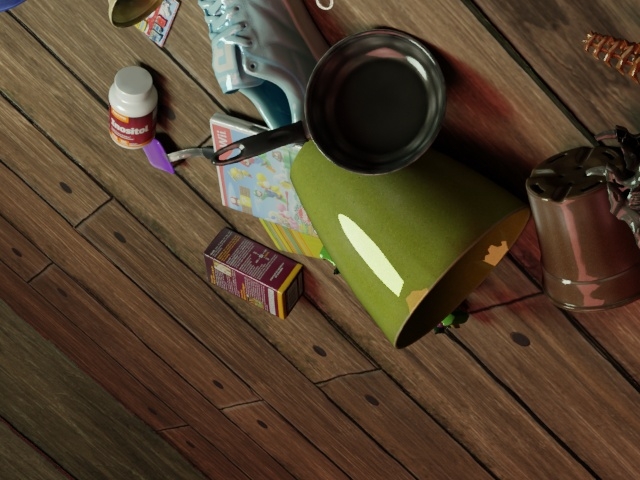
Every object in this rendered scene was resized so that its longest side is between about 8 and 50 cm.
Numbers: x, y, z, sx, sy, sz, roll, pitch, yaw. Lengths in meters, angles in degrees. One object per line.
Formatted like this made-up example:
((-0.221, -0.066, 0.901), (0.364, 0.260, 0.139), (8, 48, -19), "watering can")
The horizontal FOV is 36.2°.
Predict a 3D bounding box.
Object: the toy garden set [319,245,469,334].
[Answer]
((0.130, 0.089, 1.639), (0.244, 0.049, 0.204), (28, -173, 20), "toy garden set")

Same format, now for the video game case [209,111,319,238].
((-0.052, -0.096, 1.664), (0.285, 0.025, 0.204), (20, 140, 21), "video game case")

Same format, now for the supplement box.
((-0.132, 0.065, 1.951), (0.188, 0.081, 0.104), (26, 149, 18), "supplement box")

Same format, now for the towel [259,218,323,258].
((0.000, 0.000, 1.790), (0.237, 0.021, 0.102), (10, 146, 36), "towel")

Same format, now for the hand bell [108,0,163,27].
((-0.344, -0.446, 1.467), (0.242, 0.126, 0.126), (46, 151, 8), "hand bell")

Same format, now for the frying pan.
((0.028, -0.143, 1.334), (0.197, 0.326, 0.053), (52, -167, 14), "frying pan")

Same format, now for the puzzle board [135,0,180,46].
((-0.278, -0.373, 1.565), (0.096, 0.011, 0.128), (39, 149, -4), "puzzle board")

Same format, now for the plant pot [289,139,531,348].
((0.104, -0.043, 1.423), (0.293, 0.275, 0.275), (45, 153, 17), "plant pot")

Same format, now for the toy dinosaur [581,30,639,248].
((0.428, -0.121, 1.099), (0.322, 0.164, 0.218), (53, 136, 8), "toy dinosaur")

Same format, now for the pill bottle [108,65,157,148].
((-0.332, -0.236, 1.735), (0.086, 0.086, 0.152), (32, 150, 8), "pill bottle")

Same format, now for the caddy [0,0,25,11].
((-0.538, -0.484, 1.424), (0.179, 0.241, 0.341), (-13, 105, 61), "caddy")

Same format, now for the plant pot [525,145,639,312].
((0.348, -0.021, 1.269), (0.167, 0.167, 0.165), (5, 130, 42), "plant pot")

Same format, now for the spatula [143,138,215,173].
((-0.233, -0.157, 1.793), (0.296, 0.030, 0.084), (6, 133, 37), "spatula")

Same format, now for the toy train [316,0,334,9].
((-0.028, -0.380, 1.257), (0.166, 0.046, 0.125), (38, 144, 3), "toy train")

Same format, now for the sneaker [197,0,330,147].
((-0.102, -0.287, 1.364), (0.135, 0.150, 0.366), (-12, 125, 51), "sneaker")
